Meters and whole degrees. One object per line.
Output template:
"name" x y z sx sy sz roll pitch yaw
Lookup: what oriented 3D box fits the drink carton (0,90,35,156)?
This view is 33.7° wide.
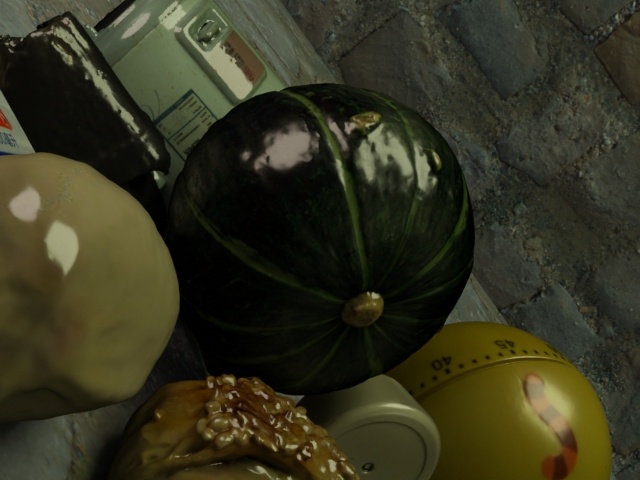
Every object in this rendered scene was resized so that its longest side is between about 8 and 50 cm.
"drink carton" -0.371 -0.165 0.895 0.315 0.107 0.130 60 13 11

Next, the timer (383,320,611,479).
"timer" 0.213 0.303 1.341 0.376 0.376 0.387 41 17 -47

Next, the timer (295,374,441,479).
"timer" 0.014 0.178 1.249 0.175 0.175 0.266 46 9 -36

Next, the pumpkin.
"pumpkin" 0.000 0.000 1.048 0.323 0.323 0.241 40 8 -48

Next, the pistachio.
"pistachio" -0.218 0.035 0.805 0.226 0.207 0.332 38 4 6

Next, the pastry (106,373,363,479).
"pastry" -0.048 0.248 0.913 0.284 0.184 0.315 48 17 -32

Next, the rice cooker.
"rice cooker" -0.166 -0.142 1.222 0.317 0.264 0.316 29 48 -37

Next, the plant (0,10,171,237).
"plant" -0.233 -0.084 1.011 0.142 0.164 0.256 -128 -165 -66

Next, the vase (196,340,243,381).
"vase" -0.103 0.122 1.187 0.115 0.115 0.237 37 30 -54
